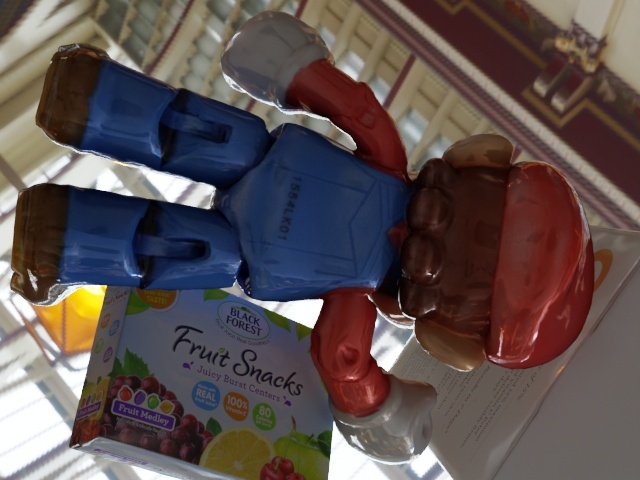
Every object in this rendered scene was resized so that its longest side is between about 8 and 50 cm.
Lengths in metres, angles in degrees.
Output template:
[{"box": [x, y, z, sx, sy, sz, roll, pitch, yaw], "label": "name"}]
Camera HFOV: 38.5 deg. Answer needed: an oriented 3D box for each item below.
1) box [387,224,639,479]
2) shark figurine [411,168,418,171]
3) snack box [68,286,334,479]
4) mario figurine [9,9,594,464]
[{"box": [0.202, 0.115, 0.754, 0.168, 0.345, 0.215, 35, -90, -7], "label": "box"}, {"box": [0.102, -0.020, 1.056, 0.278, 0.166, 0.116, 27, -95, 24], "label": "shark figurine"}, {"box": [-0.056, 0.081, 0.501, 0.141, 0.037, 0.100, 26, -126, -31], "label": "snack box"}, {"box": [0.000, 0.000, 0.514, 0.320, 0.198, 0.170, 14, -149, -15], "label": "mario figurine"}]
